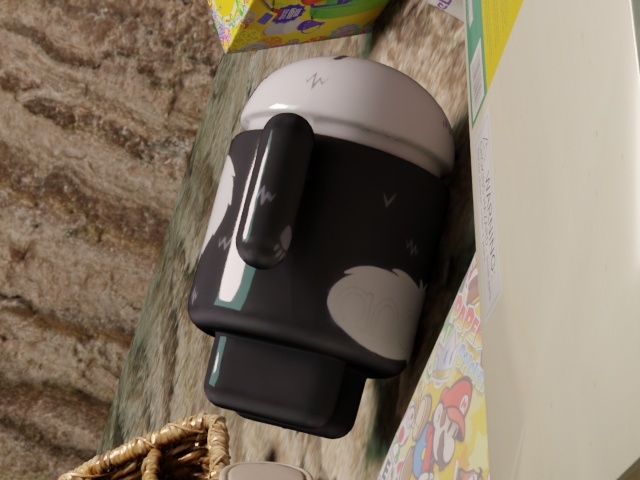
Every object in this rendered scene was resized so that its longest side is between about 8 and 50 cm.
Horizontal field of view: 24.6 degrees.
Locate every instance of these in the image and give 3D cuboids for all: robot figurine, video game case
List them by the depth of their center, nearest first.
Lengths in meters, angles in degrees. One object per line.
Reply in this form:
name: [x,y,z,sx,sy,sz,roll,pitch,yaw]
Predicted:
video game case: [0.088,0.128,0.861,0.227,0.026,0.206,-100,30,-66]
robot figurine: [-0.002,0.000,1.087,0.209,0.173,0.278,-12,62,68]

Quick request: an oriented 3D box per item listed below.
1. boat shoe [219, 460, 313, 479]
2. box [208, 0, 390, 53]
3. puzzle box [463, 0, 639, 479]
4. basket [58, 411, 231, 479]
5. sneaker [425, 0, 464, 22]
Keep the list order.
boat shoe: [-0.044,0.256,1.092,0.335,0.112,0.096,-79,-10,-81]
box: [-0.020,-0.384,1.453,0.290,0.177,0.279,128,126,-61]
puzzle box: [0.117,-0.075,0.642,0.272,0.052,0.409,102,169,-66]
basket: [-0.193,0.315,1.344,0.299,0.213,0.223,-93,7,-59]
sneaker: [0.121,-0.261,0.931,0.102,0.161,0.282,126,159,-62]
